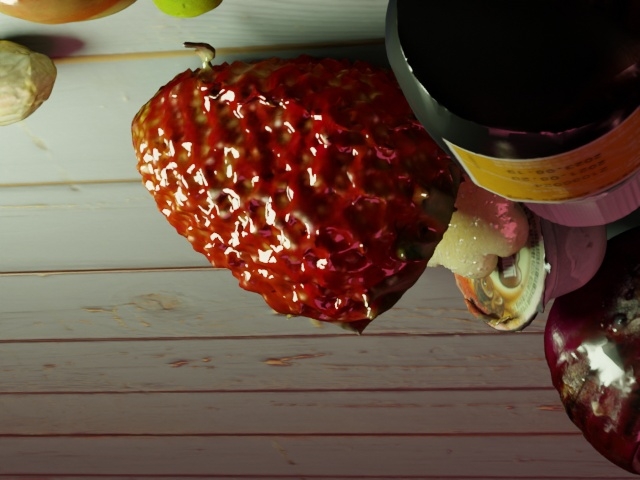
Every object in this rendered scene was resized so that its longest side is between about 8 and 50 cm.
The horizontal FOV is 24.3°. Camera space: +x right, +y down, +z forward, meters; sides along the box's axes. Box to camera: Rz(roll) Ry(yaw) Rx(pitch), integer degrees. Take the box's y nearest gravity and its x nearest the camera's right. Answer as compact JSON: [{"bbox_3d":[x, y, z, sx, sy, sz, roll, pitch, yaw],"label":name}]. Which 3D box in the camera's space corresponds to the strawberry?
[{"bbox_3d":[-0.028,-0.078,1.466,0.343,0.292,0.292,26,155,2],"label":"strawberry"}]

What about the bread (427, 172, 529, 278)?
[{"bbox_3d":[0.141,-0.044,1.618,0.039,0.182,0.251,-32,174,-32],"label":"bread"}]

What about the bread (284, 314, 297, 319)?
[{"bbox_3d":[0.000,0.000,1.747,0.143,0.140,0.229,1,156,1],"label":"bread"}]

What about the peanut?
[{"bbox_3d":[-0.363,-0.154,1.522,0.206,0.087,0.087,-8,153,26],"label":"peanut"}]

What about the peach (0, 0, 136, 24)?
[{"bbox_3d":[-0.214,-0.255,1.177,0.184,0.184,0.184,3,156,1],"label":"peach"}]

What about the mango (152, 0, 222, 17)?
[{"bbox_3d":[-0.125,-0.243,1.324,0.073,0.056,0.108,-11,150,18],"label":"mango"}]

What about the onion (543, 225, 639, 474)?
[{"bbox_3d":[0.425,0.103,1.769,0.336,0.260,0.282,-37,146,3],"label":"onion"}]

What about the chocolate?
[{"bbox_3d":[0.246,0.001,1.697,0.147,0.221,0.221,-5,163,-31],"label":"chocolate"}]

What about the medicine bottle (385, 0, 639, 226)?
[{"bbox_3d":[0.204,-0.144,1.309,0.242,0.243,0.395,-3,169,14],"label":"medicine bottle"}]
